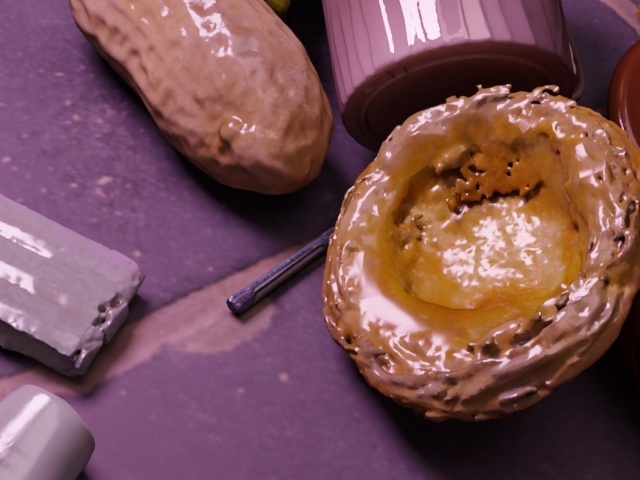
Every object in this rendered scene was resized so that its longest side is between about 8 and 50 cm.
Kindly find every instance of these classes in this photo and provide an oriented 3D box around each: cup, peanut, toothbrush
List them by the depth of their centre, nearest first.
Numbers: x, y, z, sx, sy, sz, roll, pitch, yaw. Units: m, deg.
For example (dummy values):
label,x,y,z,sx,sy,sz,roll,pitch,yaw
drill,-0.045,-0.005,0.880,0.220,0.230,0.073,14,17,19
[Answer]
label,x,y,z,sx,sy,sz,roll,pitch,yaw
toothbrush,0.000,0.000,1.203,0.019,0.016,0.219,37,51,21
peanut,-0.099,-0.162,1.241,0.152,0.152,0.313,-23,58,-30
cup,0.111,-0.218,1.299,0.208,0.288,0.273,-13,64,12

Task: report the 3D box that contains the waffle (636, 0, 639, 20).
label,x,y,z,sx,sy,sz,roll,pitch,yaw
waffle,0.386,-0.196,1.458,0.102,0.042,0.148,-2,49,-16

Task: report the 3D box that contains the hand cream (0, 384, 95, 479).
label,x,y,z,sx,sy,sz,roll,pitch,yaw
hand cream,-0.261,0.221,0.929,0.109,0.067,0.321,31,56,12

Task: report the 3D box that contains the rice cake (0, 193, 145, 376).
label,x,y,z,sx,sy,sz,roll,pitch,yaw
rice cake,-0.245,0.020,1.110,0.211,0.038,0.124,22,47,6

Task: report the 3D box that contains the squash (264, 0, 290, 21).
label,x,y,z,sx,sy,sz,roll,pitch,yaw
squash,-0.026,-0.266,1.365,0.169,0.093,0.252,-10,44,-30

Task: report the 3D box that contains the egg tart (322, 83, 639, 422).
label,x,y,z,sx,sy,sz,roll,pitch,yaw
egg tart,0.133,0.017,1.109,0.288,0.118,0.288,-17,49,20

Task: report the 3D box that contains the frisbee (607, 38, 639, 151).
label,x,y,z,sx,sy,sz,roll,pitch,yaw
frisbee,0.388,-0.104,1.357,0.251,0.021,0.251,5,63,-11

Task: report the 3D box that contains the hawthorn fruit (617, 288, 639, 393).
label,x,y,z,sx,sy,sz,roll,pitch,yaw
hawthorn fruit,0.373,0.012,1.101,0.276,0.307,0.276,11,33,-7
